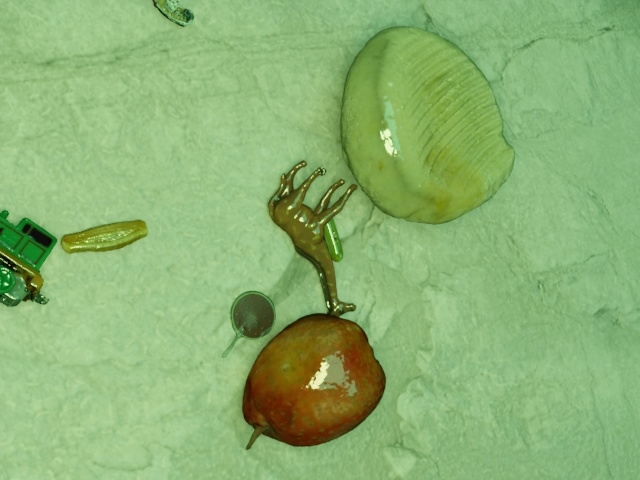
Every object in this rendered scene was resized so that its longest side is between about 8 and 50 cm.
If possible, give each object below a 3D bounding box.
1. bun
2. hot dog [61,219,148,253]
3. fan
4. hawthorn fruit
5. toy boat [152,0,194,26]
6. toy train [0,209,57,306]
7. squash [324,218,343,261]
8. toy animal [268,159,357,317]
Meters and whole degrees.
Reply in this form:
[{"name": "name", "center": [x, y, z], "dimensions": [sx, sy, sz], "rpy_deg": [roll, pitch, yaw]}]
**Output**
[{"name": "bun", "center": [0.164, -0.196, 1.493], "dimensions": [0.365, 0.219, 0.365], "rpy_deg": [13, 69, -37]}, {"name": "hot dog", "center": [-0.342, -0.002, 1.331], "dimensions": [0.137, 0.028, 0.044], "rpy_deg": [-15, 63, -29]}, {"name": "fan", "center": [-0.128, 0.146, 1.423], "dimensions": [0.085, 0.005, 0.133], "rpy_deg": [41, 66, -15]}, {"name": "hawthorn fruit", "center": [-0.028, 0.240, 1.349], "dimensions": [0.262, 0.210, 0.210], "rpy_deg": [-33, 96, -18]}, {"name": "toy boat", "center": [-0.255, -0.398, 1.431], "dimensions": [0.083, 0.038, 0.038], "rpy_deg": [31, 70, -19]}, {"name": "toy train", "center": [-0.486, 0.011, 1.230], "dimensions": [0.227, 0.091, 0.136], "rpy_deg": [39, 57, -14]}, {"name": "squash", "center": [0.021, -0.002, 1.505], "dimensions": [0.027, 0.027, 0.083], "rpy_deg": [-19, 91, -27]}, {"name": "toy animal", "center": [0.000, 0.000, 1.467], "dimensions": [0.224, 0.066, 0.230], "rpy_deg": [27, 91, -8]}]
